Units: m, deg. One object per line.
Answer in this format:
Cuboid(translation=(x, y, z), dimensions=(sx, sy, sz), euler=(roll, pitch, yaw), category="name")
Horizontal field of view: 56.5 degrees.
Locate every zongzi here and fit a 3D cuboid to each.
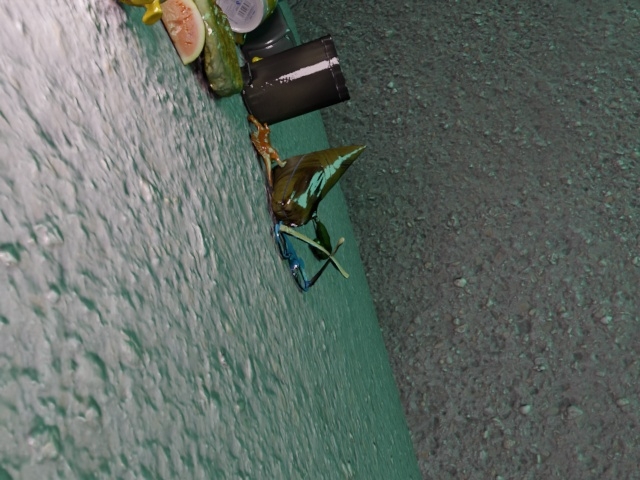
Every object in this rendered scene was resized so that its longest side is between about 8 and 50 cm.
Cuboid(translation=(0.006, -0.175, 1.710), dimensions=(0.286, 0.300, 0.138), euler=(-95, 163, -58), category="zongzi")

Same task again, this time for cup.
Cuboid(translation=(-0.236, -0.724, 1.859), dimensions=(0.226, 0.186, 0.241), euler=(-85, -173, -56), category="cup")

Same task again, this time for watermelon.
Cuboid(translation=(-0.305, -0.466, 1.272), dimensions=(0.069, 0.087, 0.163), euler=(25, -35, 48), category="watermelon")

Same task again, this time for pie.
Cuboid(translation=(-0.255, -0.467, 1.425), dimensions=(0.277, 0.079, 0.276), euler=(-16, 90, -84), category="pie")

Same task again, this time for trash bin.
Cuboid(translation=(-0.080, -0.479, 1.819), dimensions=(0.252, 0.302, 0.202), euler=(61, 13, -63), category="trash bin")
Cuboid(translation=(-0.183, -0.694, 2.028), dimensions=(0.101, 0.177, 0.236), euler=(59, 12, -50), category="trash bin")

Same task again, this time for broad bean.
Cuboid(translation=(0.000, 0.000, 2.156), dimensions=(0.144, 0.050, 0.292), euler=(61, 10, -23), category="broad bean")

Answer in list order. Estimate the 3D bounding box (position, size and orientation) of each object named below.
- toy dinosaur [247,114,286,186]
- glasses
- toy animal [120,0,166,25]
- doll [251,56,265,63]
Cuboid(translation=(-0.159, -0.267, 1.702), dimensions=(0.142, 0.057, 0.212), euler=(51, 18, -35), category="toy dinosaur")
Cuboid(translation=(-0.024, 0.049, 1.597), dimensions=(0.102, 0.207, 0.239), euler=(-55, 135, -32), category="glasses")
Cuboid(translation=(-0.304, -0.477, 0.991), dimensions=(0.156, 0.156, 0.229), euler=(39, 37, -74), category="toy animal")
Cuboid(translation=(-0.205, -0.541, 1.944), dimensions=(0.135, 0.072, 0.113), euler=(39, 50, -84), category="doll")
